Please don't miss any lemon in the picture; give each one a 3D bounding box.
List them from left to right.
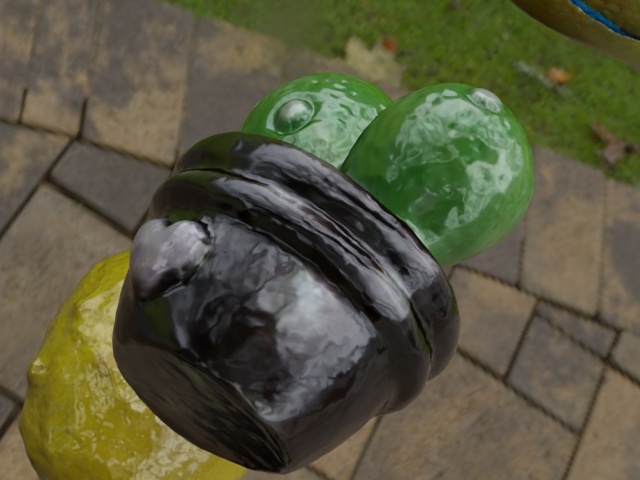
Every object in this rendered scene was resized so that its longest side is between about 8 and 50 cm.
[{"bbox_3d":[-0.174,0.156,1.502,0.285,0.285,0.316,39,93,-3],"label":"lemon"}]

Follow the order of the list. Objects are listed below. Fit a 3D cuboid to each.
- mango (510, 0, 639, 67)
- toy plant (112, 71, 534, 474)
[{"bbox_3d":[0.126,-0.130,0.559,0.233,0.125,0.111,47,41,-31],"label":"mango"},{"bbox_3d":[0.000,0.000,0.754,0.235,0.218,0.175,-51,118,-25],"label":"toy plant"}]
